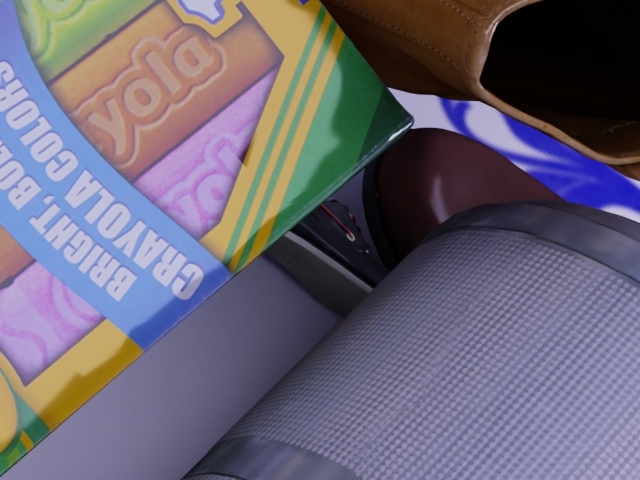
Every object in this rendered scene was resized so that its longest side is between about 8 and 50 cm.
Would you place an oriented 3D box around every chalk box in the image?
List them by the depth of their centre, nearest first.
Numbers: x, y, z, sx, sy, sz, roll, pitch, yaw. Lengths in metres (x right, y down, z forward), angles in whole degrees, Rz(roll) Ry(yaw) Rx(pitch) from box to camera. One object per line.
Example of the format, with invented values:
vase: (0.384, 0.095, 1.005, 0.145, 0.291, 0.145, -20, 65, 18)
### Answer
chalk box: (-0.149, -0.006, 0.610, 0.289, 0.180, 0.179, -41, 97, -22)

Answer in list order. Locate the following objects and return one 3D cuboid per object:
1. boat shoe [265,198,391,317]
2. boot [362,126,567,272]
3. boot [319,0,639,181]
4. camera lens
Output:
boat shoe: (0.001, 0.000, 0.786, 0.133, 0.049, 0.042, 36, 67, -11)
boot: (0.177, 0.012, 0.746, 0.264, 0.280, 0.096, 47, 57, -9)
boot: (0.126, -0.078, 0.688, 0.295, 0.211, 0.104, 1, 112, -32)
camera lens: (0.056, 0.135, 0.663, 0.274, 0.219, 0.219, -43, 98, -28)
